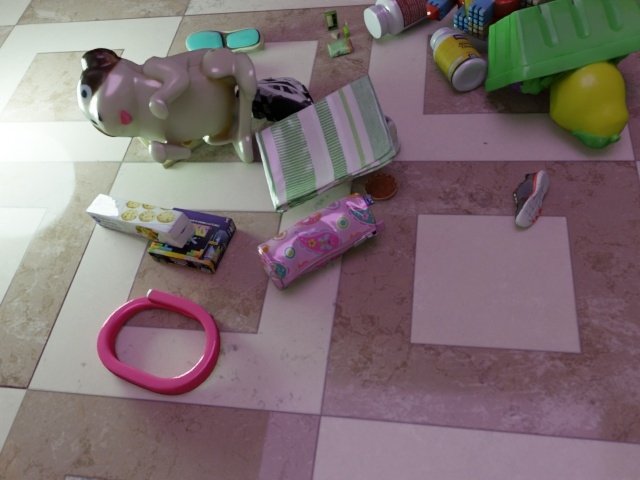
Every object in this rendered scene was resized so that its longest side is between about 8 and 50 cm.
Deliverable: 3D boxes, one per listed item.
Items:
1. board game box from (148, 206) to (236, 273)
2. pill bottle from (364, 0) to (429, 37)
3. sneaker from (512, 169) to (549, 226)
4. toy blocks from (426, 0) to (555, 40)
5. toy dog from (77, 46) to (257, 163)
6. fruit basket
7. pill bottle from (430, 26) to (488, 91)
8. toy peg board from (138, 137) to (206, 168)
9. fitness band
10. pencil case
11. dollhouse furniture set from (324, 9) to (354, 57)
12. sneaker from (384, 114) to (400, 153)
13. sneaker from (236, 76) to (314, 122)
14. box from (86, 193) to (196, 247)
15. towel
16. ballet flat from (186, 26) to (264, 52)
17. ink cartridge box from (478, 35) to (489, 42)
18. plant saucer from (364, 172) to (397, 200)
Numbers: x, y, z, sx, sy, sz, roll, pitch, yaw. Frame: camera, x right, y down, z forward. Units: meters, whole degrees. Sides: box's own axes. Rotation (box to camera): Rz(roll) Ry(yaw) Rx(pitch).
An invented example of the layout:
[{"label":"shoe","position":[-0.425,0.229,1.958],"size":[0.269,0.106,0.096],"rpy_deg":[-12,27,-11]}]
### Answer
[{"label":"board game box","position":[-0.312,-0.002,1.440],"size":[0.170,0.048,0.141],"rpy_deg":[10,60,17]},{"label":"pill bottle","position":[0.244,-0.694,1.759],"size":[0.216,0.121,0.121],"rpy_deg":[-31,56,-11]},{"label":"sneaker","position":[0.473,-0.094,1.357],"size":[0.065,0.061,0.158],"rpy_deg":[4,52,46]},{"label":"toy blocks","position":[0.473,-0.672,1.620],"size":[0.381,0.190,0.261],"rpy_deg":[36,75,27]},{"label":"toy dog","position":[-0.395,-0.377,1.488],"size":[0.408,0.284,0.395],"rpy_deg":[-8,55,-19]},{"label":"fruit basket","position":[0.623,-0.405,1.451],"size":[0.392,0.283,0.392],"rpy_deg":[-1,99,-5]},{"label":"pill bottle","position":[0.373,-0.502,1.614],"size":[0.103,0.103,0.184],"rpy_deg":[-20,55,-3]},{"label":"toy peg board","position":[-0.421,-0.311,1.653],"size":[0.161,0.079,0.161],"rpy_deg":[-36,58,-14]},{"label":"fitness band","position":[-0.353,0.220,1.294],"size":[0.291,0.054,0.209],"rpy_deg":[15,60,21]},{"label":"pencil case","position":[0.000,0.000,1.334],"size":[0.284,0.124,0.124],"rpy_deg":[-28,56,-11]},{"label":"dollhouse furniture set","position":[0.051,-0.631,1.792],"size":[0.076,0.058,0.151],"rpy_deg":[-13,55,2]},{"label":"sneaker","position":[0.055,-0.243,1.483],"size":[0.297,0.129,0.111],"rpy_deg":[-21,62,-2]},{"label":"sneaker","position":[-0.069,-0.380,1.601],"size":[0.331,0.122,0.146],"rpy_deg":[31,57,30]},{"label":"box","position":[-0.446,-0.051,1.448],"size":[0.324,0.063,0.067],"rpy_deg":[13,59,34]},{"label":"towel","position":[0.005,-0.232,1.422],"size":[0.325,0.038,0.247],"rpy_deg":[-24,66,18]},{"label":"ballet flat","position":[-0.292,-0.617,1.844],"size":[0.249,0.086,0.086],"rpy_deg":[1,56,10]},{"label":"ink cartridge box","position":[0.566,-0.589,1.671],"size":[0.206,0.045,0.208],"rpy_deg":[35,66,29]},{"label":"plant saucer","position":[0.150,-0.132,1.460],"size":[0.084,0.013,0.083],"rpy_deg":[-5,56,7]}]
